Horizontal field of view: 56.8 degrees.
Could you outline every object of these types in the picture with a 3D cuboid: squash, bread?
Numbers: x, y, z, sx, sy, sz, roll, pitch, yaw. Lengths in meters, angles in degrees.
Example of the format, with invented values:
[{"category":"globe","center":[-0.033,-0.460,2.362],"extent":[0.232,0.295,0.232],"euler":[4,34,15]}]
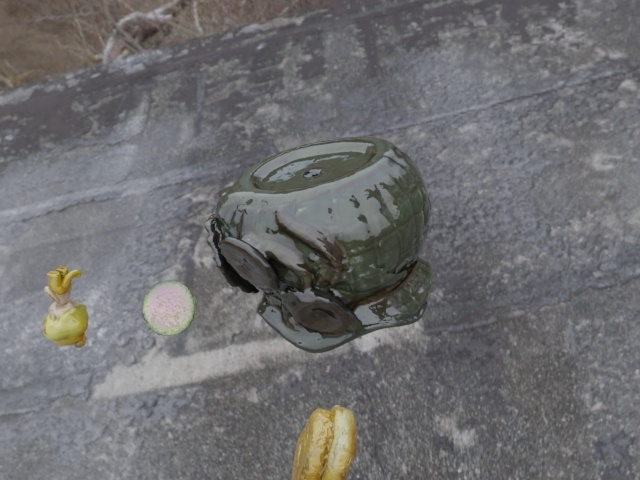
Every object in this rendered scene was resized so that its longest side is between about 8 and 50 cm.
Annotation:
[{"category":"squash","center":[-0.272,0.132,1.143],"extent":[0.105,0.132,0.105],"euler":[-1,82,6]},{"category":"bread","center":[0.011,0.511,1.427],"extent":[0.120,0.236,0.198],"euler":[19,33,-6]}]

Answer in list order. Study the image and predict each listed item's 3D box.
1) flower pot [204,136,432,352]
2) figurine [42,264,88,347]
[{"category":"flower pot","center":[0.000,0.000,0.793],"extent":[0.301,0.213,0.302],"euler":[-13,25,6]},{"category":"figurine","center":[-0.734,0.199,1.701],"extent":[0.131,0.247,0.156],"euler":[8,25,16]}]
